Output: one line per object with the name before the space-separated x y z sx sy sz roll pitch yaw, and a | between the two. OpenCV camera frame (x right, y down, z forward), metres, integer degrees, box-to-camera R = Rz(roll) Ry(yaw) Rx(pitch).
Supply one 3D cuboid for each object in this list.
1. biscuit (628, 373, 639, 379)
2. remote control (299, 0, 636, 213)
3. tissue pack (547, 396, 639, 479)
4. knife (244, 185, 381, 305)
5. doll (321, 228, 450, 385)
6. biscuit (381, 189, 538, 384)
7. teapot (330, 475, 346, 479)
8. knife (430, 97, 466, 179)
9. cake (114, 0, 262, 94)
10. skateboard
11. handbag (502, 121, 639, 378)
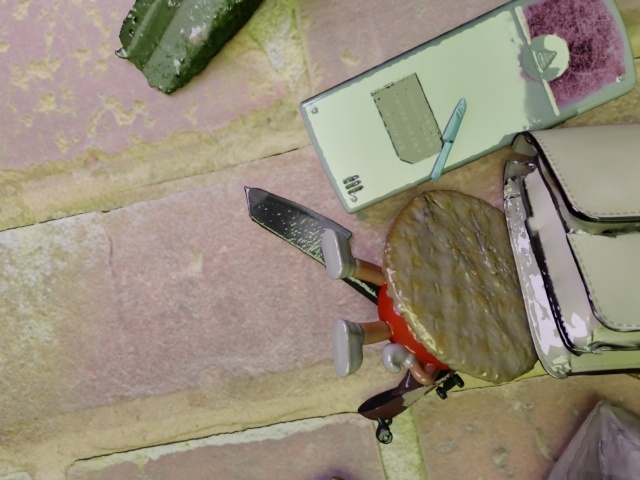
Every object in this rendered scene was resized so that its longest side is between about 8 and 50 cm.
biscuit | 0.373 0.077 0.574 0.216 0.034 0.182 -12 97 8
remote control | 0.157 -0.159 0.549 0.344 0.050 0.145 -23 97 9
tissue pack | 0.429 0.393 0.533 0.381 0.207 0.296 26 103 2
knife | 0.000 0.000 0.608 0.231 0.028 0.060 33 89 3
doll | 0.108 0.070 0.555 0.218 0.085 0.183 4 64 -22
biscuit | 0.159 0.039 0.522 0.220 0.219 0.033 40 144 -2
teapot | 0.026 0.358 0.643 0.092 0.124 0.090 30 85 41
knife | 0.137 -0.108 0.531 0.014 0.005 0.090 20 101 0
cake | -0.128 -0.277 0.569 0.100 0.099 0.235 48 121 -4
skateboard | 0.109 0.170 0.610 0.151 0.067 0.080 -38 84 5
handbag | 0.382 -0.012 0.463 0.359 0.160 0.236 -3 57 3
